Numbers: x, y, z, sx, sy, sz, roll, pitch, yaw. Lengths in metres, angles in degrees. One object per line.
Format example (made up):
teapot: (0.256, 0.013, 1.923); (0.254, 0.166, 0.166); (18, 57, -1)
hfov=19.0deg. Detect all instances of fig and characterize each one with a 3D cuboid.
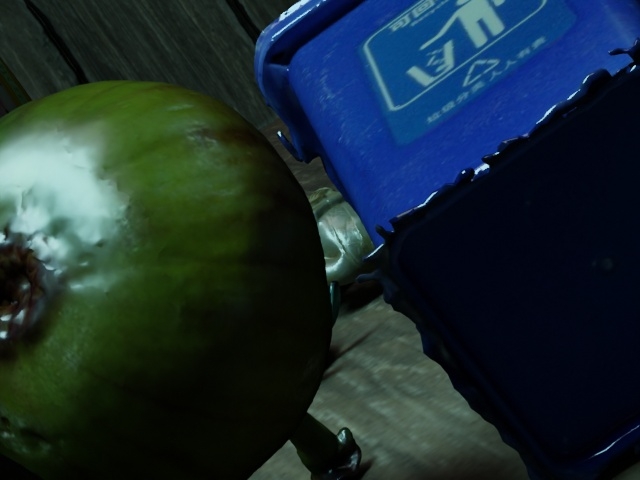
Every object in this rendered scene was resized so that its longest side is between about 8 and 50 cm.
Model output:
fig: (-0.039, 0.028, 0.703); (0.151, 0.151, 0.259); (-32, -20, 17)

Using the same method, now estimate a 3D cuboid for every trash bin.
trash bin: (0.086, -0.021, 0.694); (0.162, 0.184, 0.234); (-36, 20, 8)

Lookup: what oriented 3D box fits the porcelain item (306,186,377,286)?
porcelain item: (0.000, 0.000, 1.149); (0.213, 0.054, 0.084); (-10, 22, 46)

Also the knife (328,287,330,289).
knife: (0.020, 0.010, 1.244); (0.044, 0.026, 0.296); (-23, 11, 45)

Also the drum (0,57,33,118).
drum: (-0.299, -0.013, 1.277); (0.214, 0.431, 0.431); (-34, 8, 4)

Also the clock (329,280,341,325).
clock: (-0.039, 0.070, 1.054); (0.135, 0.041, 0.101); (-29, 9, 35)

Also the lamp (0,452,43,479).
lamp: (-0.184, 0.145, 0.551); (0.247, 0.247, 0.247); (-34, 8, 5)
